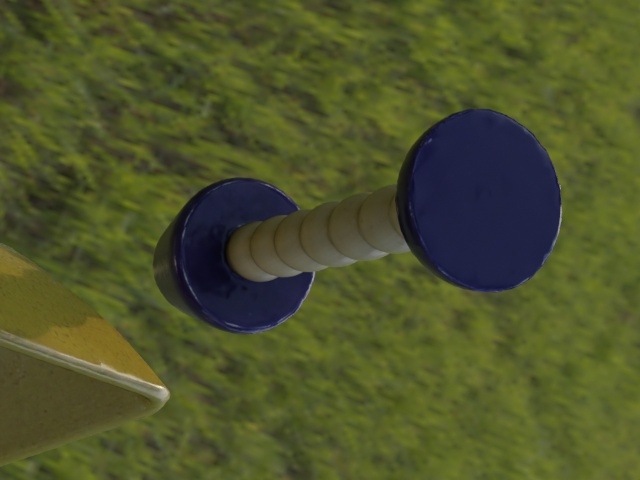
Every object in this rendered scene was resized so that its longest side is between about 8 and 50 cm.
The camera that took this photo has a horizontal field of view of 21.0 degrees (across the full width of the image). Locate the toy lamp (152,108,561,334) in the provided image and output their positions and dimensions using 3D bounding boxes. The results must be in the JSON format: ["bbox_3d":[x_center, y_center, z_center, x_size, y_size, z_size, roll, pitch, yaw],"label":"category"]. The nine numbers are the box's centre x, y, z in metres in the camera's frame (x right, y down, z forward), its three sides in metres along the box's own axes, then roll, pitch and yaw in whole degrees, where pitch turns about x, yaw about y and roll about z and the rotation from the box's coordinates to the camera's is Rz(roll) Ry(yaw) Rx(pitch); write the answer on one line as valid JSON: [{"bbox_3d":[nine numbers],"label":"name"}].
[{"bbox_3d":[0.000,0.000,0.767,0.080,0.275,0.080,3,84,-29],"label":"toy lamp"}]

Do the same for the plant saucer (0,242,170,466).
[{"bbox_3d":[-0.289,0.041,0.720,0.333,0.333,0.081,28,48,-52],"label":"plant saucer"}]
